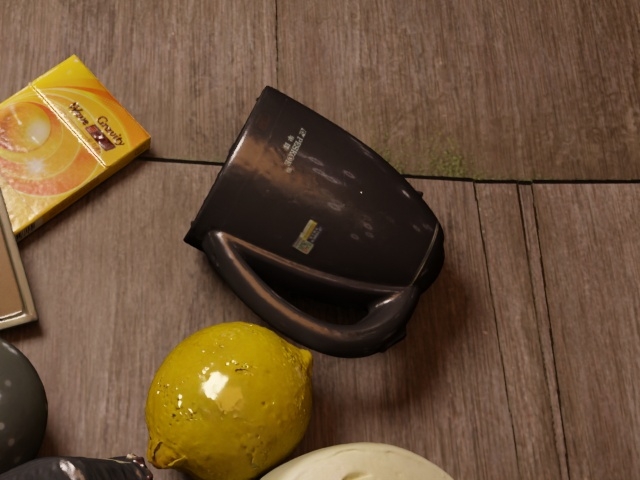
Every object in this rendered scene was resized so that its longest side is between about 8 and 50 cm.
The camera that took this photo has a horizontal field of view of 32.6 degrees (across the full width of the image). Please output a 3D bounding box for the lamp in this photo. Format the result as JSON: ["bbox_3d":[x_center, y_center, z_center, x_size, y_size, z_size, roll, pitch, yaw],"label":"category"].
[{"bbox_3d":[-0.431,0.172,1.087,0.313,0.182,0.182,8,63,-28],"label":"lamp"}]

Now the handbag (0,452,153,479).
[{"bbox_3d":[-0.235,0.340,1.078,0.181,0.181,0.254,-24,73,10],"label":"handbag"}]

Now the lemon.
[{"bbox_3d":[-0.100,0.178,1.180,0.173,0.173,0.206,44,59,10],"label":"lemon"}]

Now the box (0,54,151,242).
[{"bbox_3d":[-0.357,-0.097,1.324,0.269,0.043,0.152,-39,81,-23],"label":"box"}]

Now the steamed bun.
[{"bbox_3d":[0.020,0.297,1.134,0.250,0.200,0.155,6,68,-23],"label":"steamed bun"}]

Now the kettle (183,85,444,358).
[{"bbox_3d":[0.000,0.000,1.271,0.290,0.207,0.268,29,56,-7],"label":"kettle"}]

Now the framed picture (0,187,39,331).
[{"bbox_3d":[-0.485,0.030,1.216,0.289,0.016,0.213,-17,86,-14],"label":"framed picture"}]
